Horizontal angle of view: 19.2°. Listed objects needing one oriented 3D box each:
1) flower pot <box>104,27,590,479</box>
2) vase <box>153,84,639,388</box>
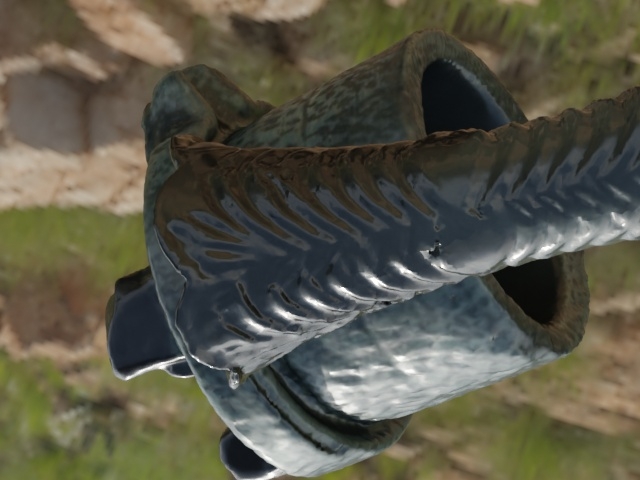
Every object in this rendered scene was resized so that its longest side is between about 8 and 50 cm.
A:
[{"bbox_3d":[0.000,0.000,1.293,0.283,0.299,0.299,-27,132,26],"label":"flower pot"},{"bbox_3d":[0.059,-0.014,0.803,0.237,0.115,0.115,-12,144,16],"label":"vase"}]
